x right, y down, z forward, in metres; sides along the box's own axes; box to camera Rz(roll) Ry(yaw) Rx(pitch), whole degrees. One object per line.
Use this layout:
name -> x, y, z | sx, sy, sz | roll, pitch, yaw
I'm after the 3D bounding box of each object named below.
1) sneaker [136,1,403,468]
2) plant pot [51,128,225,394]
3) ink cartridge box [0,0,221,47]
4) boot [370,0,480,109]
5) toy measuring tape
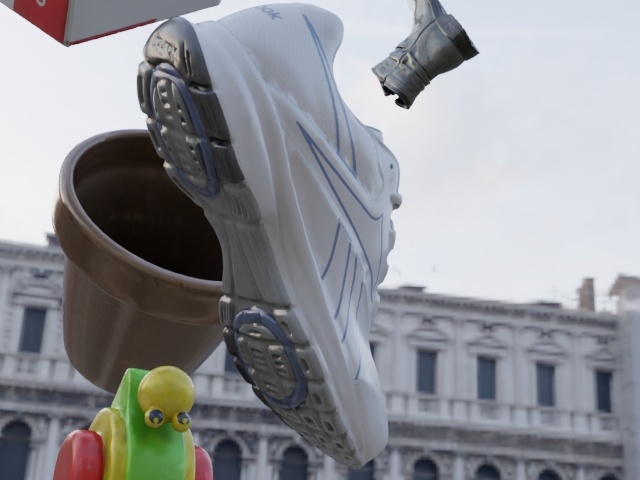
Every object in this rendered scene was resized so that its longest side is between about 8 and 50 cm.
sneaker -> 0.000, 0.000, 0.629 | 0.129, 0.297, 0.111 | -27, 24, -29
plant pot -> -0.180, 0.044, 1.152 | 0.263, 0.263, 0.229 | 13, -55, -23
ink cartridge box -> -0.239, -0.300, 0.948 | 0.273, 0.197, 0.114 | 34, -52, 22
boot -> 0.144, -0.320, 1.735 | 0.161, 0.246, 0.083 | -36, -54, 9
toy measuring tape -> -0.165, 0.233, 0.824 | 0.121, 0.121, 0.330 | 13, -60, -24
